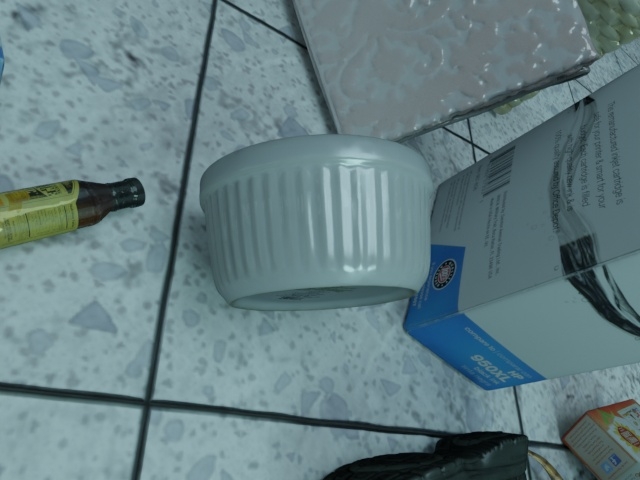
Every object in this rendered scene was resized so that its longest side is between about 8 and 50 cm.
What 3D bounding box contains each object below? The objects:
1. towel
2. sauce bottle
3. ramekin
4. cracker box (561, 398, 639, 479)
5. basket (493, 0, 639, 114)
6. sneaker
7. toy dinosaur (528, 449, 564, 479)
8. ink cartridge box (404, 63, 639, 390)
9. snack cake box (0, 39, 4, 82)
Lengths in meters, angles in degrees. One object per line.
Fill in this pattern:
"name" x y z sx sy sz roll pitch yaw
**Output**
"towel" 0.142 -0.302 0.644 0.053 0.332 0.316 34 39 -74
"sauce bottle" -0.205 -0.026 0.385 0.128 0.042 0.042 -23 83 -45
"ramekin" 0.000 0.000 0.430 0.207 0.207 0.109 6 73 -37
"cracker box" 0.466 0.330 0.646 0.156 0.067 0.232 6 30 -36
"basket" 0.351 -0.457 0.865 0.331 0.328 0.266 28 57 -26
"sneaker" 0.115 0.261 0.454 0.286 0.109 0.130 6 70 -35
"toy dinosaur" 0.315 0.333 0.600 0.112 0.064 0.211 -7 72 -40
"ink cartridge box" 0.314 -0.019 0.552 0.166 0.395 0.285 38 50 -17
"snack cake box" -0.363 -0.166 0.297 0.264 0.089 0.152 -7 73 -41
